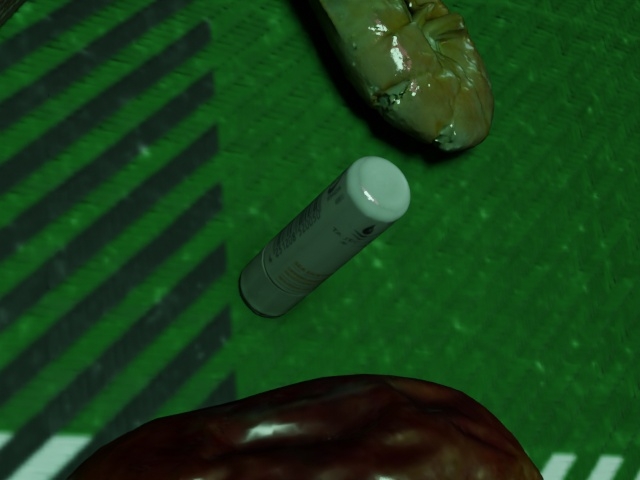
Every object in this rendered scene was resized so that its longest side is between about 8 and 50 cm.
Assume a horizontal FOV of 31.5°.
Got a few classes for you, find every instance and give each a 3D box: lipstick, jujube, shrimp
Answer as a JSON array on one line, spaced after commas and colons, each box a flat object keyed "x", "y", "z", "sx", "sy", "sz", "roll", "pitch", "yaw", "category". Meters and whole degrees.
[{"x": 0.000, "y": 0.000, "z": 0.640, "sx": 0.040, "sy": 0.141, "sz": 0.040, "roll": 14, "pitch": 58, "yaw": -24, "category": "lipstick"}, {"x": -0.002, "y": 0.155, "z": 0.531, "sx": 0.243, "sy": 0.183, "sz": 0.183, "roll": -5, "pitch": 68, "yaw": -32, "category": "jujube"}, {"x": 0.038, "y": -0.179, "z": 0.812, "sx": 0.267, "sy": 0.061, "sz": 0.145, "roll": 51, "pitch": 42, "yaw": 6, "category": "shrimp"}]

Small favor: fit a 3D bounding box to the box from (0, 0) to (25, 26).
[{"x": -0.244, "y": -0.353, "z": 0.692, "sx": 0.344, "sy": 0.122, "sz": 0.385, "roll": 36, "pitch": 52, "yaw": -10, "category": "box"}]
